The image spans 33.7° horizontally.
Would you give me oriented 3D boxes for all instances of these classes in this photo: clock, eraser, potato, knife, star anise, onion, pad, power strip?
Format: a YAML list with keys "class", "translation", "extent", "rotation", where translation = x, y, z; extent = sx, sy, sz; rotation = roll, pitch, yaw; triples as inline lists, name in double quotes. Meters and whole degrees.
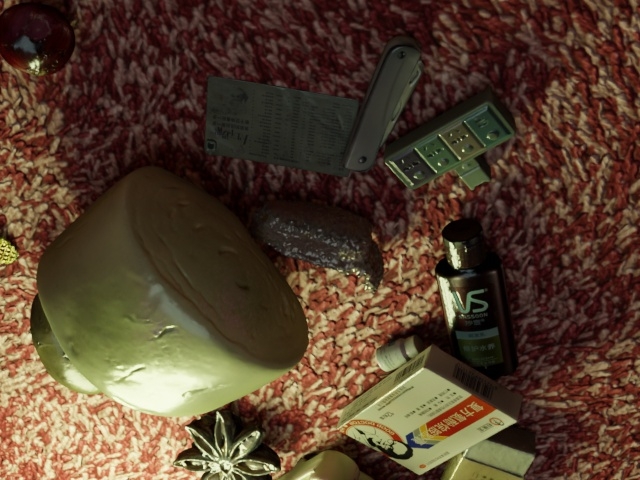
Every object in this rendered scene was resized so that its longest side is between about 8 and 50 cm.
- class: "clock"
  translation: [0.050, 0.605, 2.294]
  extent: [0.309, 0.114, 0.284]
  rotation: [41, 132, -9]
- class: "eraser"
  translation: [0.328, 0.518, 2.226]
  extent: [0.144, 0.078, 0.343]
  rotation: [18, 126, -2]
- class: "potato"
  translation: [-0.488, 0.201, 2.105]
  extent: [0.165, 0.165, 0.262]
  rotation: [-16, 128, 21]
- class: "knife"
  translation: [0.103, -0.221, 1.756]
  extent: [0.073, 0.040, 0.265]
  rotation: [14, 128, -13]
- class: "star anise"
  translation: [-0.193, 0.463, 2.273]
  extent: [0.223, 0.109, 0.236]
  rotation: [21, 114, 2]
- class: "onion"
  translation: [-0.469, -0.333, 1.740]
  extent: [0.131, 0.131, 0.131]
  rotation: [5, 126, 7]
- class: "pad"
  translation: [-0.071, -0.195, 1.829]
  extent: [0.265, 0.009, 0.159]
  rotation: [10, 126, 4]
- class: "power strip"
  translation: [0.232, -0.152, 1.777]
  extent: [0.216, 0.061, 0.145]
  rotation: [-27, 123, 27]

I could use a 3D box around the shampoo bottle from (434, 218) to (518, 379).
- class: "shampoo bottle"
  translation: [0.284, 0.113, 1.937]
  extent: [0.129, 0.084, 0.323]
  rotation: [-5, 124, 13]

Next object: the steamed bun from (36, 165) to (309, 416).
- class: "steamed bun"
  translation: [-0.268, 0.122, 1.885]
  extent: [0.456, 0.290, 0.371]
  rotation: [43, 133, -17]

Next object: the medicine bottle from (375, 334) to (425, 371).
- class: "medicine bottle"
  translation: [0.155, 0.219, 2.057]
  extent: [0.089, 0.052, 0.052]
  rotation: [-25, 117, 26]

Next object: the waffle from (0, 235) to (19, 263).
- class: "waffle"
  translation: [-0.638, 0.019, 2.081]
  extent: [0.078, 0.016, 0.085]
  rotation: [-22, 136, 23]

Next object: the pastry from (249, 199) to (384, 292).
- class: "pastry"
  translation: [0.008, -0.007, 1.891]
  extent: [0.265, 0.102, 0.112]
  rotation: [23, 133, -10]

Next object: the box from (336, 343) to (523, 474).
- class: "box"
  translation: [0.206, 0.341, 2.077]
  extent: [0.214, 0.069, 0.353]
  rotation: [31, 143, -12]
